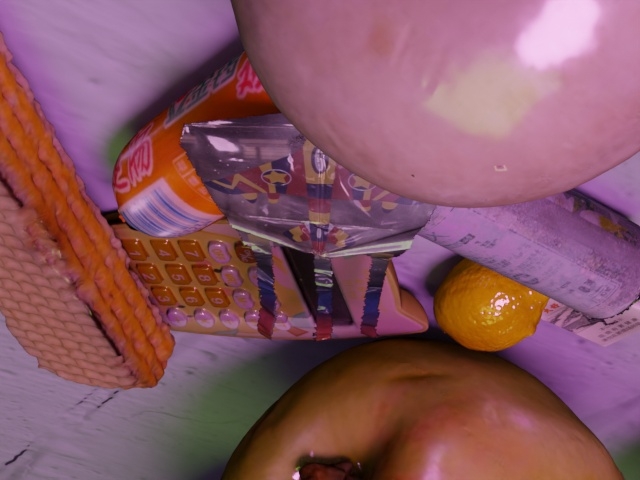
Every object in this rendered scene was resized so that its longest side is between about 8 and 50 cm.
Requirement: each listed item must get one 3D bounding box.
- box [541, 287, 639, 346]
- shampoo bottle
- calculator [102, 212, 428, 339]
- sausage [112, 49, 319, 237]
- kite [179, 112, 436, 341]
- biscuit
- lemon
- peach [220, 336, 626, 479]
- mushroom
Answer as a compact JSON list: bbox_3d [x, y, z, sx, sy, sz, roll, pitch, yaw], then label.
[{"bbox_3d":[0.182,0.041,0.870,0.083,0.024,0.054,24,145,-28],"label":"box"},{"bbox_3d":[0.098,-0.020,0.744,0.214,0.072,0.072,25,143,-29],"label":"shampoo bottle"},{"bbox_3d":[-0.051,0.021,0.863,0.236,0.033,0.157,-1,149,13],"label":"calculator"},{"bbox_3d":[-0.043,-0.059,0.696,0.071,0.071,0.234,28,141,-32],"label":"sausage"},{"bbox_3d":[0.000,0.001,0.715,0.141,0.015,0.245,4,150,2],"label":"kite"},{"bbox_3d":[-0.184,-0.015,0.771,0.094,0.054,0.378,10,149,20],"label":"biscuit"},{"bbox_3d":[0.112,0.038,0.836,0.092,0.065,0.065,-17,142,39],"label":"lemon"},{"bbox_3d":[0.071,0.217,0.918,0.314,0.281,0.315,-26,145,35],"label":"peach"},{"bbox_3d":[0.068,-0.116,0.513,0.204,0.204,0.204,3,148,2],"label":"mushroom"}]
